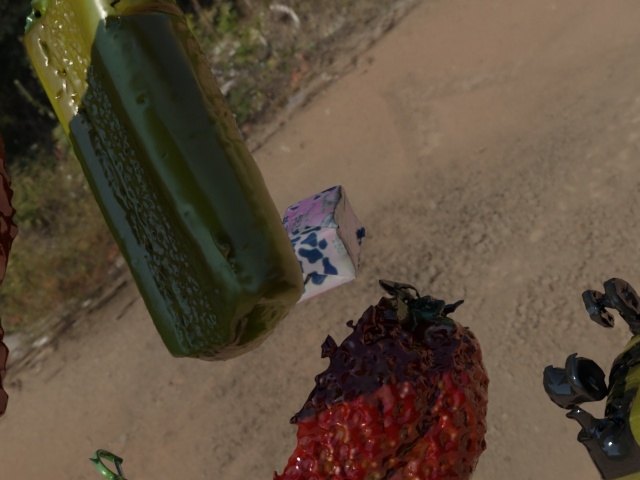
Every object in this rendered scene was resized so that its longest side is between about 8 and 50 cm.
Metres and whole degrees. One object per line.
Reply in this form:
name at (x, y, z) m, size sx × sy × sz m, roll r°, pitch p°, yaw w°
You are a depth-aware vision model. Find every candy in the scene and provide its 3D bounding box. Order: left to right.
candy at (0.000, 0.000, 1.108) m, size 0.092 × 0.073 × 0.160 m, roll -23°, pitch 21°, yaw 14°

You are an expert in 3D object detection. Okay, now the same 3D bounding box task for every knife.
knife at (-0.230, 0.278, 1.022) m, size 0.015 × 0.054 × 0.212 m, roll -54°, pitch 22°, yaw -3°

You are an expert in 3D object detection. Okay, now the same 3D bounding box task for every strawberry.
strawberry at (0.060, 0.155, 0.681) m, size 0.107 × 0.175 × 0.235 m, roll 19°, pitch 93°, yaw 37°

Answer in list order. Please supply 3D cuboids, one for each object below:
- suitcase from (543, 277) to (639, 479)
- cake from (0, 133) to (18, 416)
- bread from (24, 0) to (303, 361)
suitcase at (0.239, 0.097, 0.391) m, size 0.194 × 0.235 × 0.143 m, roll -40°, pitch 4°, yaw 44°
cake at (-0.332, -0.044, 0.484) m, size 0.270 × 0.270 × 0.319 m, roll -10°, pitch 56°, yaw 5°
bread at (-0.133, -0.081, 0.806) m, size 0.112 × 0.383 × 0.166 m, roll -17°, pitch -15°, yaw -47°
